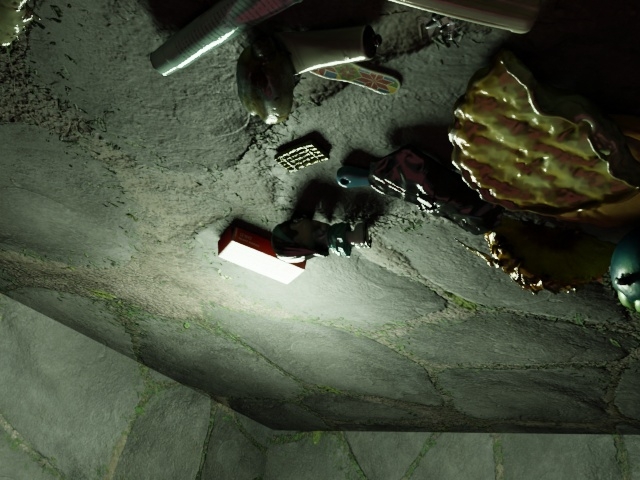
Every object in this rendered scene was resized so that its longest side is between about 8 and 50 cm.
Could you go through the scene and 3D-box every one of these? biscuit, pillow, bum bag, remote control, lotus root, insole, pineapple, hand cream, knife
[{"bbox_3d":[0.371,-0.180,1.179,0.329,0.078,0.335,3,135,32],"label":"biscuit"},{"bbox_3d":[-0.569,-0.402,1.245,0.241,0.051,0.093,-19,133,43],"label":"pillow"},{"bbox_3d":[0.244,-0.102,1.421,0.310,0.074,0.137,23,136,-13],"label":"bum bag"},{"bbox_3d":[0.196,-0.356,0.978,0.230,0.090,0.049,13,150,-3],"label":"remote control"},{"bbox_3d":[-0.097,-0.284,1.218,0.113,0.088,0.192,36,155,18],"label":"lotus root"},{"bbox_3d":[0.050,-0.298,1.227,0.194,0.006,0.065,17,151,-7],"label":"insole"},{"bbox_3d":[0.481,0.061,1.542,0.335,0.161,0.158,14,154,-7],"label":"pineapple"},{"bbox_3d":[0.016,-0.322,1.157,0.186,0.054,0.087,2,137,31],"label":"hand cream"},{"bbox_3d":[-0.168,-0.357,1.155,0.331,0.058,0.085,-15,139,41],"label":"hand cream"},{"bbox_3d":[0.154,-0.135,1.460,0.244,0.032,0.058,1,139,11],"label":"knife"},{"bbox_3d":[0.538,-0.120,1.299,0.352,0.057,0.312,10,150,5],"label":"biscuit"}]

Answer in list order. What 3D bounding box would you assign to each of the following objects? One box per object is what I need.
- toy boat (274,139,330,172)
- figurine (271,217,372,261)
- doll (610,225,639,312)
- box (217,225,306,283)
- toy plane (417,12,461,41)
[{"bbox_3d":[-0.040,-0.177,1.469,0.115,0.016,0.063,-16,141,41],"label":"toy boat"},{"bbox_3d":[0.000,0.000,1.686,0.246,0.110,0.138,-2,167,13],"label":"figurine"},{"bbox_3d":[0.706,0.046,1.360,0.322,0.186,0.198,-14,-162,-23],"label":"doll"},{"bbox_3d":[-0.161,0.040,1.874,0.230,0.050,0.123,23,148,-17],"label":"box"},{"bbox_3d":[0.194,-0.343,1.065,0.083,0.031,0.078,-12,130,42],"label":"toy plane"}]
